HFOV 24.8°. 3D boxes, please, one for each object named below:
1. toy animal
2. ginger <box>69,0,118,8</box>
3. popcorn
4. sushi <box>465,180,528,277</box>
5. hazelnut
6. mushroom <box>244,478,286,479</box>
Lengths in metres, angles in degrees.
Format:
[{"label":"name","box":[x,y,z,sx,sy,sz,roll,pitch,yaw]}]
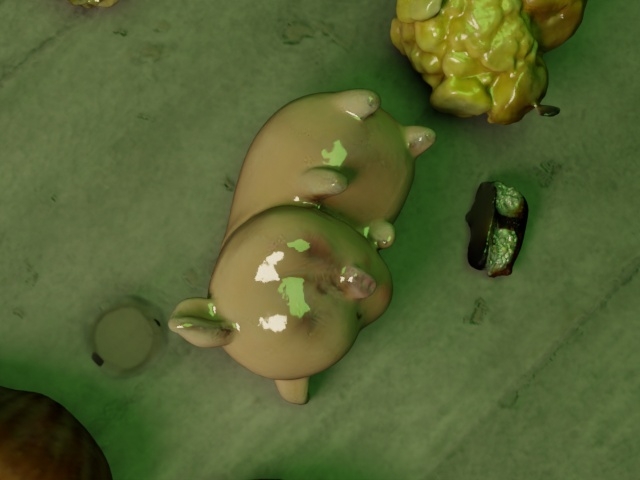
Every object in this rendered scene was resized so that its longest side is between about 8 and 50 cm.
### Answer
[{"label":"toy animal","box":[-0.011,-0.004,1.188,0.166,0.154,0.250,30,70,-25]},{"label":"ginger","box":[-0.201,-0.331,1.251,0.116,0.109,0.263,2,76,19]},{"label":"popcorn","box":[0.141,-0.201,1.264,0.163,0.140,0.194,22,85,-12]},{"label":"sushi","box":[0.156,-0.008,1.279,0.046,0.044,0.083,17,78,-27]},{"label":"hazelnut","box":[-0.266,0.210,1.104,0.210,0.210,0.186,17,100,-5]},{"label":"mushroom","box":[-0.057,0.298,1.140,0.194,0.138,0.231,41,64,15]}]
